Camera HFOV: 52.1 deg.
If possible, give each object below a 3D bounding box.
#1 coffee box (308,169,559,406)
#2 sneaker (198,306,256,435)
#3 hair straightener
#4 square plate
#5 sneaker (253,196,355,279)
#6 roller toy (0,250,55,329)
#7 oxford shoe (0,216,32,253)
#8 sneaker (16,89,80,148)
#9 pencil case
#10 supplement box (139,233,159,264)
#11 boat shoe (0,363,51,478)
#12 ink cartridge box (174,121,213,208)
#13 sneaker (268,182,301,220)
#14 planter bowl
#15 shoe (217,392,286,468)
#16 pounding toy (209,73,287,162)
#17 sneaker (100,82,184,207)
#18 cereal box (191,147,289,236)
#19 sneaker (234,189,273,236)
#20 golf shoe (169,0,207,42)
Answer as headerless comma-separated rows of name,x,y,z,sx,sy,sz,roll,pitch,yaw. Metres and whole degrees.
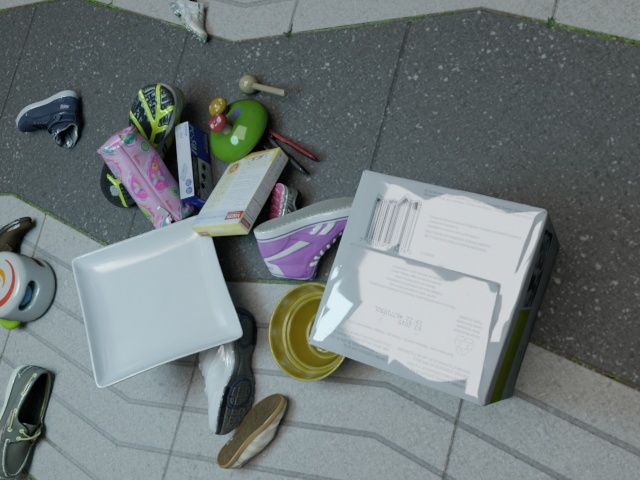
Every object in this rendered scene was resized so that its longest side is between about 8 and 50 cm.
coffee box,0.234,0.094,1.259,0.337,0.334,0.339,17,88,26
sneaker,-0.231,0.311,1.564,0.129,0.111,0.297,-8,67,33
hair straightener,-0.112,-0.224,1.649,0.230,0.047,0.089,36,94,27
square plate,-0.390,0.138,1.552,0.343,0.049,0.348,-19,64,-6
sneaker,0.000,0.000,1.535,0.281,0.102,0.161,-18,109,1
roller toy,-0.874,0.129,1.862,0.191,0.146,0.210,-28,68,16
oxford shoe,-0.934,0.020,1.963,0.227,0.083,0.096,-44,84,10
sneaker,-0.824,-0.340,1.979,0.226,0.086,0.164,-22,67,17
pencil case,-0.437,-0.149,1.663,0.124,0.124,0.284,-25,112,18
supplement box,-0.484,0.106,1.709,0.220,0.111,0.114,-43,66,11
boat shoe,-0.806,0.491,1.771,0.091,0.109,0.305,0,74,29
ink cartridge box,-0.329,-0.197,1.714,0.046,0.097,0.207,-15,73,20
sneaker,-0.083,-0.054,1.590,0.063,0.074,0.171,26,112,52
planter bowl,-0.005,0.208,1.473,0.217,0.090,0.217,-8,74,30
shoe,-0.149,0.444,1.516,0.219,0.058,0.076,-48,33,3
pounding toy,-0.222,-0.325,1.659,0.183,0.110,0.237,30,87,47
sneaker,-0.467,-0.249,1.779,0.145,0.147,0.385,37,114,1
cereal box,-0.194,-0.115,1.585,0.172,0.047,0.240,-3,50,41
sneaker,-0.166,-0.088,1.641,0.089,0.051,0.170,7,78,30
golf shoe,-0.355,-0.634,1.845,0.086,0.069,0.176,-39,66,5
